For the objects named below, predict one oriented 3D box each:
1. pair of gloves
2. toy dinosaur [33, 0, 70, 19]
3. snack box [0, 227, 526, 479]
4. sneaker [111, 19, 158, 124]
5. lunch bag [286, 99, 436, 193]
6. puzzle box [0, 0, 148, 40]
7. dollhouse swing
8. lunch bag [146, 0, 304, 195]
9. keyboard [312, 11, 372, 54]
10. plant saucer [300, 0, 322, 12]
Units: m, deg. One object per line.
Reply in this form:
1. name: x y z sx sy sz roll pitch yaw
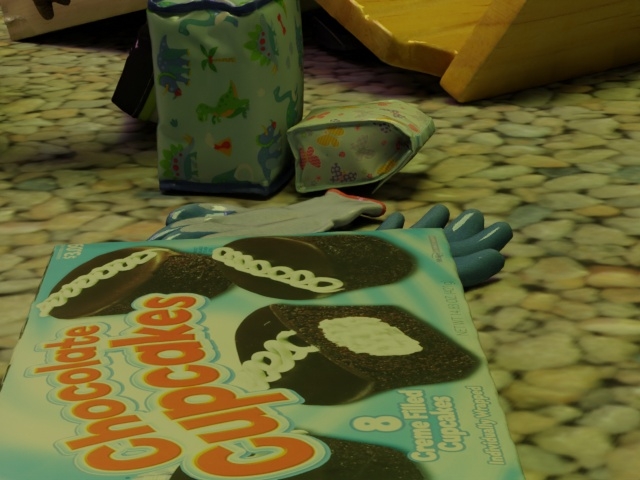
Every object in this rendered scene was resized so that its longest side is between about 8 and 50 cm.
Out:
1. pair of gloves: 0.000 0.000 0.919 0.159 0.023 0.198 -18 25 -41
2. toy dinosaur: -0.149 -0.219 1.092 0.296 0.127 0.200 -20 12 -12
3. snack box: -0.028 0.072 0.638 0.187 0.060 0.322 -3 18 -1
4. sneaker: -0.097 -0.122 1.259 0.097 0.084 0.234 21 18 -6
5. lunch bag: 0.028 -0.060 1.054 0.083 0.053 0.071 -8 14 14
6. puzzle box: -0.081 -0.277 1.631 0.272 0.052 0.409 -6 12 39
7. dollhouse swing: 0.145 -0.348 1.337 0.315 0.305 0.347 -16 49 -37
8. lunch bag: -0.052 -0.110 1.092 0.096 0.128 0.151 5 20 18
9. keyboard: 0.148 -0.200 1.506 0.317 0.033 0.201 -4 19 -11
10. plant saucer: 0.028 -0.247 1.565 0.241 0.037 0.241 -14 9 2
